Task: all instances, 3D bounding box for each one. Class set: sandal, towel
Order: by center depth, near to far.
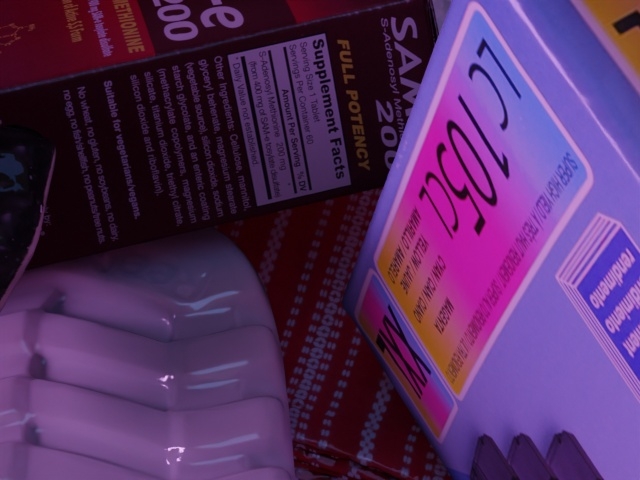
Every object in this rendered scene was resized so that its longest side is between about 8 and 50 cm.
[{"bbox_3d":[-0.068,0.176,0.612,0.169,0.102,0.416,2,55,9],"label":"sandal"},{"bbox_3d":[0.000,0.000,0.755,0.275,0.031,0.199,16,63,9],"label":"towel"}]

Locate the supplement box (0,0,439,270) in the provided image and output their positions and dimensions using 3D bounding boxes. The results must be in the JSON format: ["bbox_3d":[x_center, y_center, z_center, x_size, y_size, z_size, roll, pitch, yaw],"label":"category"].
[{"bbox_3d":[-0.083,-0.053,0.699,0.239,0.073,0.130,-13,26,-7],"label":"supplement box"}]

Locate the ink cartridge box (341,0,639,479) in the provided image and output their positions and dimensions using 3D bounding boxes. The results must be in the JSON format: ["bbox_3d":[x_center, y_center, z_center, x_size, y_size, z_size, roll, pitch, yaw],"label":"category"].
[{"bbox_3d":[0.182,0.102,0.545,0.151,0.270,0.395,-29,73,-17],"label":"ink cartridge box"}]

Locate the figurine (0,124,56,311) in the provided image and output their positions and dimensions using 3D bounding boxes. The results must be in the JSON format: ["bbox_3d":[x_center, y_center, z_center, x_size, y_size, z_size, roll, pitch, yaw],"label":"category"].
[{"bbox_3d":[-0.198,0.034,0.526,0.209,0.092,0.215,19,55,-21],"label":"figurine"}]
